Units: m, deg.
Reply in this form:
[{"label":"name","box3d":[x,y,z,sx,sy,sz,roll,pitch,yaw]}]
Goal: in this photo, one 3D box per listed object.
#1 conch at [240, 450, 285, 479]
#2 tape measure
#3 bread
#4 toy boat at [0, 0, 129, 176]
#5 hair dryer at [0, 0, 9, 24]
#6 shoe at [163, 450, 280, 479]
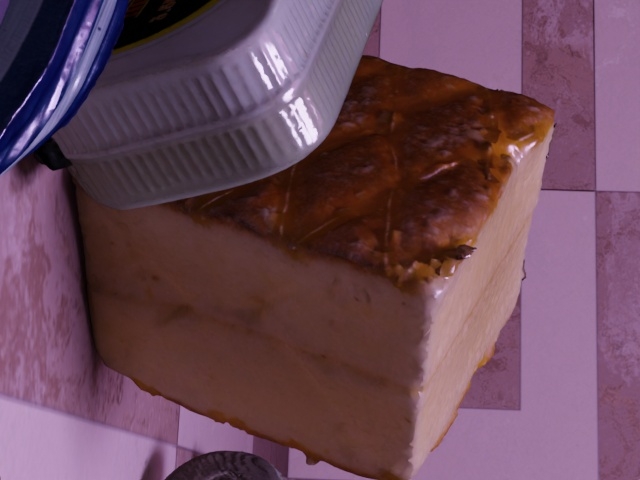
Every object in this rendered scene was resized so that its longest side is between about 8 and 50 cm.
[{"label":"conch","box3d":[-0.098,0.308,1.289,0.153,0.102,0.135,-67,-164,6]},{"label":"tape measure","box3d":[-0.068,-0.119,0.712,0.115,0.207,0.235,59,32,-31]},{"label":"bread","box3d":[0.000,0.000,0.863,0.279,0.279,0.207,-54,154,-49]},{"label":"toy boat","box3d":[-0.148,-0.155,0.456,0.291,0.070,0.210,78,26,-49]},{"label":"hair dryer","box3d":[-0.136,-0.116,0.311,0.301,0.121,0.361,20,85,-58]},{"label":"shoe","box3d":[-0.109,0.364,1.020,0.210,0.132,0.342,93,5,-52]}]
